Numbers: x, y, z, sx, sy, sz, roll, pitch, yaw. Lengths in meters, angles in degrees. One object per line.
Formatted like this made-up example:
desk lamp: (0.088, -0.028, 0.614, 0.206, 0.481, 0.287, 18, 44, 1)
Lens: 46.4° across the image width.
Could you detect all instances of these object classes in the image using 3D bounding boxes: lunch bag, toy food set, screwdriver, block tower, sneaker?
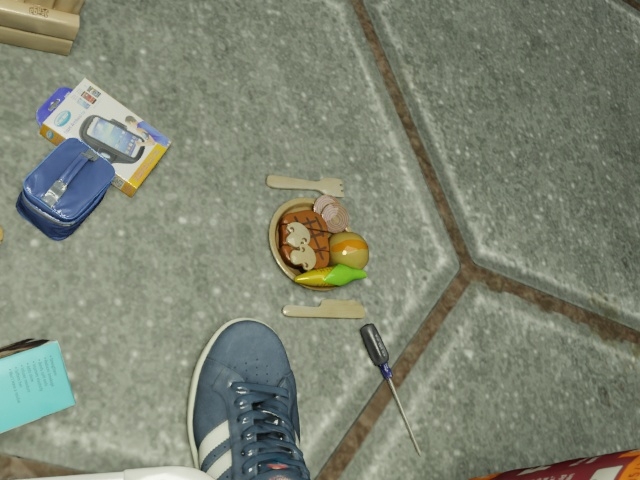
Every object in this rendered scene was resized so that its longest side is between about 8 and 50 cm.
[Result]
lunch bag: (-0.259, -0.057, 0.771, 0.067, 0.065, 0.098, 38, 55, -11)
toy food set: (0.000, 0.000, 0.918, 0.133, 0.038, 0.191, 2, 67, -30)
screwdriver: (0.089, 0.179, 0.905, 0.169, 0.024, 0.025, 66, 25, 2)
block tower: (-0.322, -0.386, 0.870, 0.097, 0.091, 0.335, 6, 66, -30)
sneaker: (-0.050, 0.232, 0.712, 0.131, 0.148, 0.349, 9, 64, -28)

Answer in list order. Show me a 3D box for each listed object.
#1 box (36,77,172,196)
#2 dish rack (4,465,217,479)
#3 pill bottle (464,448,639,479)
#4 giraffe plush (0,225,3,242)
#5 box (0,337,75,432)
box: (-0.244, -0.120, 0.833, 0.136, 0.028, 0.081, 37, 55, -14)
dish rack: (-0.227, 0.331, 0.570, 0.333, 0.072, 0.285, 0, 68, -15)
pill bottle: (0.221, 0.320, 0.682, 0.224, 0.392, 0.223, 13, 62, -27)
giraffe plush: (-0.365, 0.036, 0.628, 0.171, 0.181, 0.210, 21, 24, -33)
box: (-0.337, 0.145, 0.602, 0.244, 0.101, 0.060, -17, 95, -36)
